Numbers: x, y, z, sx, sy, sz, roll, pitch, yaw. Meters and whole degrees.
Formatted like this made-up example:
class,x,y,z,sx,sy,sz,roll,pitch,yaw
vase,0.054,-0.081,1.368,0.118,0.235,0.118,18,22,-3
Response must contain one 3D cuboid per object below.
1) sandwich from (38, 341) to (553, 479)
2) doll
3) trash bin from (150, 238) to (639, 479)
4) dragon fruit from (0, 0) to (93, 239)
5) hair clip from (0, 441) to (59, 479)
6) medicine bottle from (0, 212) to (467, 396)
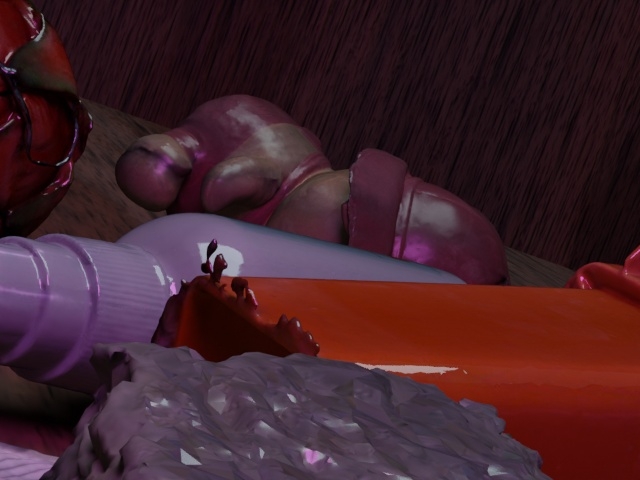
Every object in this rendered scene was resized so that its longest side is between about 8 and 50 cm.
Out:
class,x,y,z,sx,sy,sz,roll,pitch,yaw
sandwich,0.066,0.131,0.343,0.325,0.131,0.262,21,7,13
doll,-0.001,0.004,1.122,0.256,0.152,0.196,23,7,21
trash bin,0.064,0.076,0.632,0.238,0.184,0.161,10,10,-31
dragon fruit,-0.229,-0.066,0.918,0.192,0.193,0.274,47,6,-4
hair clip,-0.106,0.080,0.510,0.218,0.071,0.159,16,10,20
medicine bottle,-0.049,0.044,0.811,0.110,0.110,0.352,26,8,38
